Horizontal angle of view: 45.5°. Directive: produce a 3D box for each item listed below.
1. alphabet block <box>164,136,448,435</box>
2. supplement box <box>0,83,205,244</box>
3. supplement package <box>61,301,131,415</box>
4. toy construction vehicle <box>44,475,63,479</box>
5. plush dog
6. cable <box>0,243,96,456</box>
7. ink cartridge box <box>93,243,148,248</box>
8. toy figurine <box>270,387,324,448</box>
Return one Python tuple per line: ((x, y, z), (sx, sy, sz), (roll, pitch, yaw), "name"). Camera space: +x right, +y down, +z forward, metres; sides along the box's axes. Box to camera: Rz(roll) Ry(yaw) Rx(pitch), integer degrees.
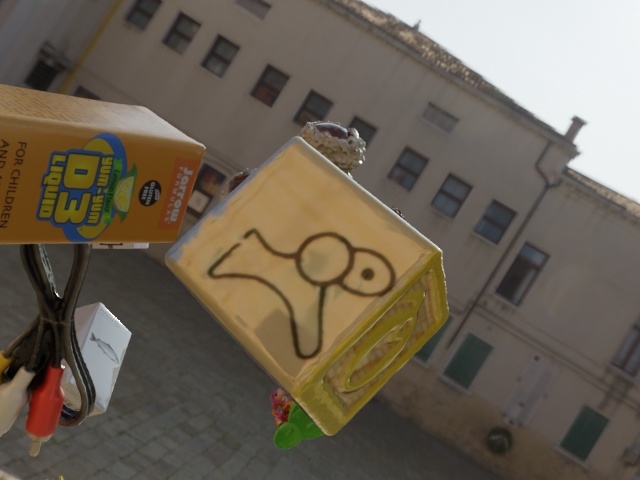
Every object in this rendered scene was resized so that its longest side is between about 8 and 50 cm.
((-0.006, 0.051, 0.779), (0.197, 0.192, 0.193), (42, -9, 26), "alphabet block")
((-0.180, -0.046, 0.442), (0.080, 0.078, 0.233), (28, 17, 31), "supplement box")
((-0.436, 0.220, 1.388), (0.105, 0.105, 0.179), (56, 28, -38), "supplement package")
((-0.430, 0.444, 1.331), (0.098, 0.085, 0.035), (-8, 25, 7), "toy construction vehicle")
((0.000, 0.000, 1.014), (0.225, 0.210, 0.262), (37, 44, 11), "plush dog")
((-0.278, 0.105, 0.780), (0.139, 0.287, 0.072), (24, 25, -11), "cable")
((-0.257, -0.012, 0.954), (0.083, 0.028, 0.048), (1, 26, -12), "ink cartridge box")
((-0.059, 0.357, 1.701), (0.130, 0.173, 0.159), (55, -7, -35), "toy figurine")
